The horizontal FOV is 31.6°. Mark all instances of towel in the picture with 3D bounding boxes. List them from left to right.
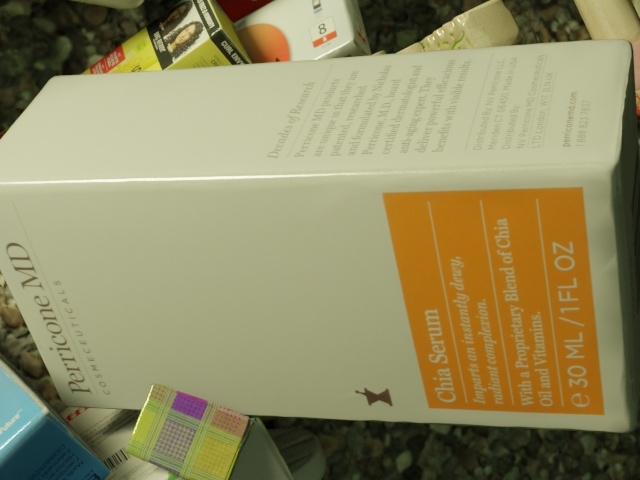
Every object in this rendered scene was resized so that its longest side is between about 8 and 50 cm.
[{"bbox_3d":[-0.097,0.148,0.846,0.083,0.009,0.060,21,75,-2],"label":"towel"}]

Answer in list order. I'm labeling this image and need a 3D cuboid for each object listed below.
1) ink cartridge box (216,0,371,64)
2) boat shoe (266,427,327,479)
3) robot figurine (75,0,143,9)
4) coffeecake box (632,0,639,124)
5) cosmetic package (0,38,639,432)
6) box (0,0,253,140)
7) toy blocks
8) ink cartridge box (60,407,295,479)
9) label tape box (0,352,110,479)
[{"bbox_3d":[-0.040,-0.206,1.010,0.145,0.045,0.179,-25,62,21],"label":"ink cartridge box"},{"bbox_3d":[-0.136,0.288,1.023,0.335,0.121,0.119,-28,111,-6],"label":"boat shoe"},{"bbox_3d":[-0.202,-0.335,0.962,0.353,0.200,0.300,7,64,-16],"label":"robot figurine"},{"bbox_3d":[0.393,-0.190,1.198,0.185,0.068,0.143,5,89,-16],"label":"coffeecake box"},{"bbox_3d":[0.000,0.000,0.833,0.453,0.161,0.230,-1,127,20],"label":"cosmetic package"},{"bbox_3d":[-0.171,-0.118,0.978,0.232,0.087,0.058,-34,132,10],"label":"box"},{"bbox_3d":[0.137,-0.054,1.009,0.308,0.288,0.260,-27,94,-18],"label":"toy blocks"},{"bbox_3d":[-0.136,0.189,0.955,0.160,0.219,0.093,-33,112,-14],"label":"ink cartridge box"},{"bbox_3d":[-0.370,0.156,0.899,0.249,0.347,0.115,-46,141,-14],"label":"label tape box"}]
